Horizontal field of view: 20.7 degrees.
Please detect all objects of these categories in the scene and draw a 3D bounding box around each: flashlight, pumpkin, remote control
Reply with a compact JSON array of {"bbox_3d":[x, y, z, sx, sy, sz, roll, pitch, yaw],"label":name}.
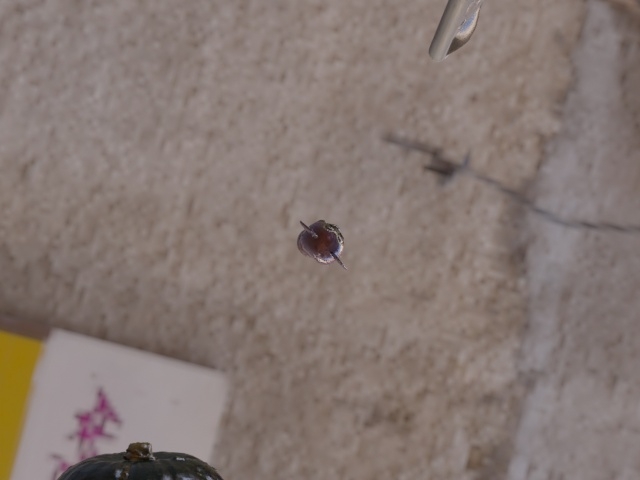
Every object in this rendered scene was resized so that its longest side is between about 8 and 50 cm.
[{"bbox_3d":[0.000,0.000,1.367,0.031,0.052,0.110,-45,-174,-4],"label":"flashlight"},{"bbox_3d":[-0.170,0.267,1.664,0.190,0.190,0.146,173,-64,-80],"label":"pumpkin"},{"bbox_3d":[0.146,-0.237,1.601,0.067,0.029,0.261,-51,174,-19],"label":"remote control"}]
